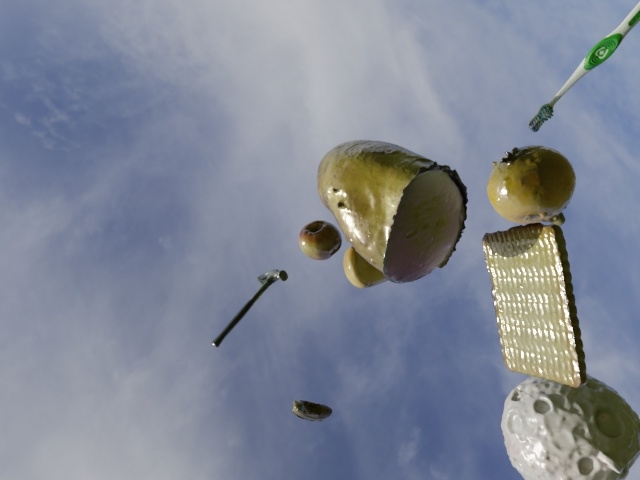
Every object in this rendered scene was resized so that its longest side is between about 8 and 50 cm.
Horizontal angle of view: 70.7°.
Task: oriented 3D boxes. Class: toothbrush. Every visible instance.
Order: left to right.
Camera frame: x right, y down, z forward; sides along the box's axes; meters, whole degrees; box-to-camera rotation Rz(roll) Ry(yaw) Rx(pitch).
[{"bbox_3d":[0.428,-0.291,0.677,0.030,0.304,0.030,26,-148,-17],"label":"toothbrush"}]

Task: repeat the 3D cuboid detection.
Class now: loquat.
[{"bbox_3d":[0.451,-0.111,0.958,0.172,0.149,0.205,-39,-87,1],"label":"loquat"}]

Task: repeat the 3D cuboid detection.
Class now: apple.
[{"bbox_3d":[-0.003,0.001,1.323,0.125,0.102,0.126,-11,-145,8],"label":"apple"}]

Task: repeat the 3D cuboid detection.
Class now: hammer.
[{"bbox_3d":[-0.185,0.165,1.124,0.246,0.103,0.029,-49,-67,-25],"label":"hammer"}]

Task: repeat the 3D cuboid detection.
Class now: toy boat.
[{"bbox_3d":[-0.027,0.486,1.297,0.149,0.049,0.047,31,-157,-38],"label":"toy boat"}]

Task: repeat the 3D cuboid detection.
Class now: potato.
[{"bbox_3d":[0.107,-0.084,0.825,0.229,0.230,0.266,-15,-142,-30],"label":"potato"}]

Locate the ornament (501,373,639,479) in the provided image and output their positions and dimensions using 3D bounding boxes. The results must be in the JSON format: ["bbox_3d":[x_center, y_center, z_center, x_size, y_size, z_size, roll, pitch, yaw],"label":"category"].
[{"bbox_3d":[0.645,0.503,1.187,0.336,0.337,0.338,11,-122,-18],"label":"ornament"}]

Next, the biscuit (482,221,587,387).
[{"bbox_3d":[0.350,0.101,0.750,0.029,0.172,0.255,-8,-93,-17],"label":"biscuit"}]

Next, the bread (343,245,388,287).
[{"bbox_3d":[0.168,0.068,1.446,0.217,0.098,0.148,-11,-91,-33],"label":"bread"}]
